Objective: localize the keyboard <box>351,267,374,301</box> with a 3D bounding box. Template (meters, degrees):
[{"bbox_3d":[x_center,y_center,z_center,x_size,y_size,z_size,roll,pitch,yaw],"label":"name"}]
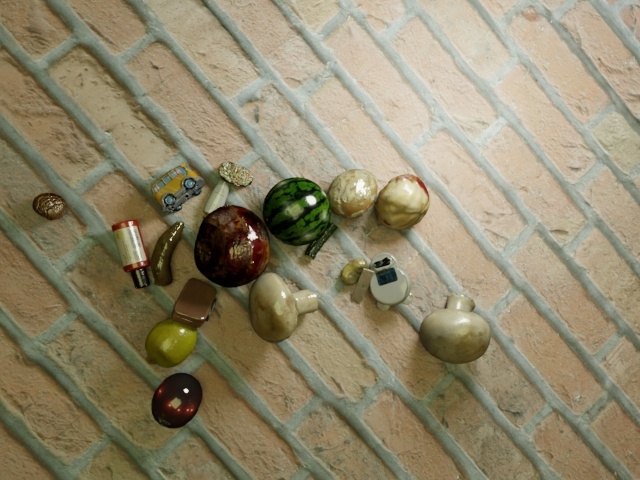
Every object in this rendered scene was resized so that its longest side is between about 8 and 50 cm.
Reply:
[{"bbox_3d":[0.185,0.194,1.952,0.055,0.017,0.166,18,117,-2],"label":"keyboard"}]

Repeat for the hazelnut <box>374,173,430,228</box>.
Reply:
[{"bbox_3d":[0.347,-0.170,1.941,0.241,0.261,0.261,37,83,28],"label":"hazelnut"}]

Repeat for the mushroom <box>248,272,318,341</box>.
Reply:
[{"bbox_3d":[-0.145,0.269,1.832,0.289,0.292,0.293,-7,89,-24],"label":"mushroom"}]

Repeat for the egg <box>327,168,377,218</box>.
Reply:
[{"bbox_3d":[0.139,-0.201,1.911,0.245,0.203,0.203,-40,93,-18],"label":"egg"}]

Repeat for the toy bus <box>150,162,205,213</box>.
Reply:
[{"bbox_3d":[-0.597,-0.222,1.859,0.209,0.126,0.136,-40,84,-7],"label":"toy bus"}]

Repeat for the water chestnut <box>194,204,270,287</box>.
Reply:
[{"bbox_3d":[-0.340,0.024,1.823,0.302,0.350,0.351,4,87,-49],"label":"water chestnut"}]

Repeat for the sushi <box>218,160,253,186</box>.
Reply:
[{"bbox_3d":[-0.362,-0.280,1.910,0.150,0.078,0.091,23,86,-7],"label":"sushi"}]

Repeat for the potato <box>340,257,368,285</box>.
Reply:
[{"bbox_3d":[0.148,0.134,1.960,0.138,0.070,0.092,-40,112,4],"label":"potato"}]

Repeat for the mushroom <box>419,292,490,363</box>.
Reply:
[{"bbox_3d":[0.578,0.376,1.938,0.297,0.298,0.290,18,50,-6],"label":"mushroom"}]

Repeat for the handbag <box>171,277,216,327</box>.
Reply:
[{"bbox_3d":[-0.508,0.257,1.823,0.151,0.193,0.072,26,128,-8],"label":"handbag"}]

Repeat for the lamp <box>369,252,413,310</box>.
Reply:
[{"bbox_3d":[0.300,0.173,1.958,0.179,0.108,0.246,-18,84,14],"label":"lamp"}]

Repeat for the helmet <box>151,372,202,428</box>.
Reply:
[{"bbox_3d":[-0.578,0.643,1.809,0.189,0.193,0.216,29,56,-4],"label":"helmet"}]

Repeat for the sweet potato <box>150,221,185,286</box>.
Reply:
[{"bbox_3d":[-0.641,0.050,1.871,0.112,0.085,0.286,25,72,-39],"label":"sweet potato"}]

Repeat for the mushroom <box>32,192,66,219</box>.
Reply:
[{"bbox_3d":[-1.097,-0.138,1.811,0.126,0.085,0.109,21,85,-11],"label":"mushroom"}]

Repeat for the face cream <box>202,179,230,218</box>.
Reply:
[{"bbox_3d":[-0.445,-0.167,1.909,0.072,0.051,0.182,25,86,-9],"label":"face cream"}]

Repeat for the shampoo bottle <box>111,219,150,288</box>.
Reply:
[{"bbox_3d":[-0.766,0.060,1.834,0.104,0.104,0.278,-17,90,-7],"label":"shampoo bottle"}]

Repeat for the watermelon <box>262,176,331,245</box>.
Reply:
[{"bbox_3d":[-0.097,-0.121,1.836,0.284,0.285,0.286,0,88,-7],"label":"watermelon"}]

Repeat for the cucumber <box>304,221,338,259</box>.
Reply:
[{"bbox_3d":[0.000,0.000,1.958,0.058,0.058,0.187,38,86,-4],"label":"cucumber"}]

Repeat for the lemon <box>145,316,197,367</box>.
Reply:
[{"bbox_3d":[-0.597,0.404,1.809,0.184,0.184,0.248,47,66,-3],"label":"lemon"}]
